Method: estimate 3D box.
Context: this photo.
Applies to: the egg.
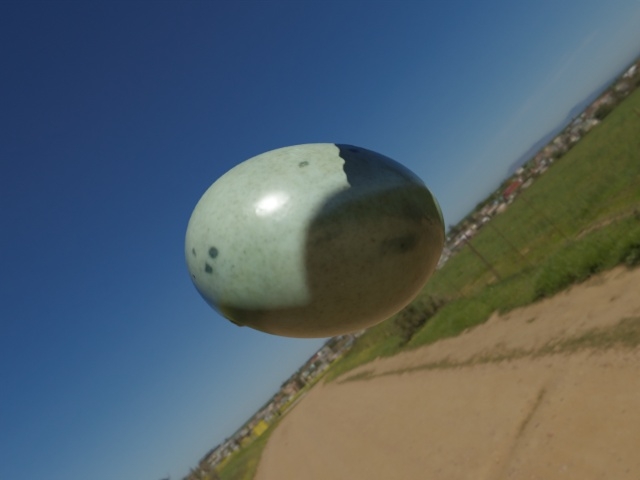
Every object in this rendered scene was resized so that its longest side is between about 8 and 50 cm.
[{"bbox_3d":[0.000,0.000,0.581,0.236,0.169,0.169,-3,-25,-22],"label":"egg"}]
